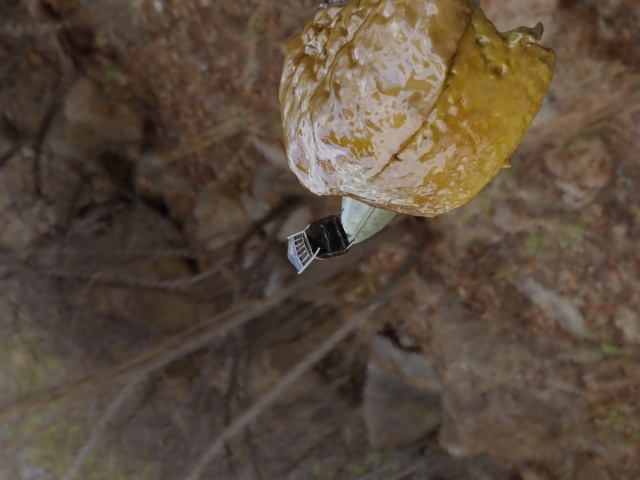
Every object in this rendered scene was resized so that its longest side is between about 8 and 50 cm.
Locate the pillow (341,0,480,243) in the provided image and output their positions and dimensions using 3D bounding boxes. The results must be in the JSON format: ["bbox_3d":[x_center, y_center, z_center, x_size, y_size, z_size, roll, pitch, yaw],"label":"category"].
[{"bbox_3d":[0.091,-0.134,1.406,0.075,0.185,0.302,29,-145,-8],"label":"pillow"}]

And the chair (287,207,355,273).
[{"bbox_3d":[0.001,0.000,1.250,0.086,0.042,0.037,142,111,-69],"label":"chair"}]

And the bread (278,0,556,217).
[{"bbox_3d":[0.057,-0.090,1.024,0.229,0.143,0.140,-8,67,64],"label":"bread"}]
